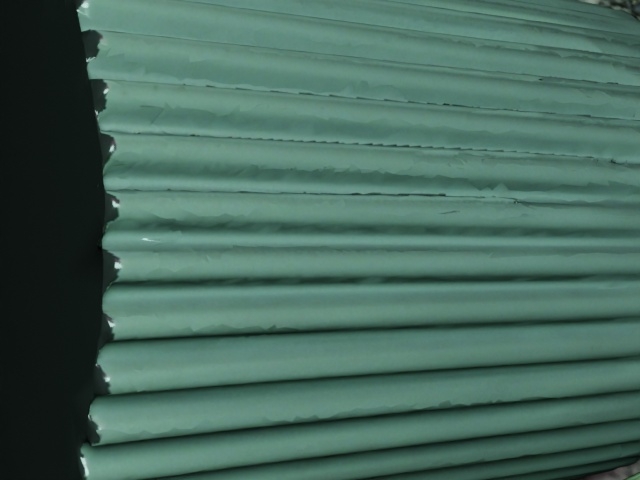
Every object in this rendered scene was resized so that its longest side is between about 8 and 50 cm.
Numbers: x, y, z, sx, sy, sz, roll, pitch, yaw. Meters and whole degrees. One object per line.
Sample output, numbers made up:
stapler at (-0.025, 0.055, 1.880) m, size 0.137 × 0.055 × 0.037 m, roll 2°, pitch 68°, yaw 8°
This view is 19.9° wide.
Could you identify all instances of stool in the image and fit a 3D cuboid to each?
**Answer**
stool at (0.000, 0.000, 0.901) m, size 0.330 × 0.297 × 0.297 m, roll 1°, pitch 49°, yaw -26°

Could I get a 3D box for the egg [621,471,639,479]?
egg at (0.186, 0.187, 0.874) m, size 0.169 × 0.169 × 0.231 m, roll 33°, pitch 38°, yaw 11°
